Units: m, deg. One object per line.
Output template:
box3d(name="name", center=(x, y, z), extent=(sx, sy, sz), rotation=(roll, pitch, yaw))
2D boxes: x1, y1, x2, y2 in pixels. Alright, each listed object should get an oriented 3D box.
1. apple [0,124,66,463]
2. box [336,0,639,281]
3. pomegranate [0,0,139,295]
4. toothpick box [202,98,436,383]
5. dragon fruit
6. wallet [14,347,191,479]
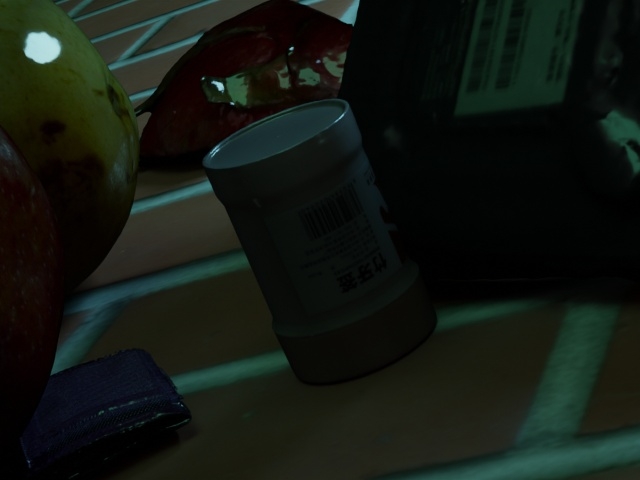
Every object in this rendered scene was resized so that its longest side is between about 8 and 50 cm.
box3d(name="apple", center=(-0.298, 0.032, 1.211), extent=(0.288, 0.288, 0.317), rotation=(-22, 37, 5))
box3d(name="box", center=(0.155, -0.145, 1.209), extent=(0.350, 0.091, 0.359), rotation=(-2, 71, 51))
box3d(name="pomegranate", center=(-0.306, -0.061, 1.520), extent=(0.319, 0.319, 0.319), rotation=(-21, 18, 7))
box3d(name="toothpick box", center=(0.000, 0.000, 1.176), extent=(0.098, 0.149, 0.098), rotation=(-21, 17, 7))
box3d(name="dragon fruit", center=(-0.067, -0.160, 1.834), extent=(0.282, 0.100, 0.343), rotation=(-30, 17, -6))
box3d(name="wallet", center=(-0.149, 0.111, 1.238), extent=(0.111, 0.030, 0.166), rotation=(-27, 17, -9))
